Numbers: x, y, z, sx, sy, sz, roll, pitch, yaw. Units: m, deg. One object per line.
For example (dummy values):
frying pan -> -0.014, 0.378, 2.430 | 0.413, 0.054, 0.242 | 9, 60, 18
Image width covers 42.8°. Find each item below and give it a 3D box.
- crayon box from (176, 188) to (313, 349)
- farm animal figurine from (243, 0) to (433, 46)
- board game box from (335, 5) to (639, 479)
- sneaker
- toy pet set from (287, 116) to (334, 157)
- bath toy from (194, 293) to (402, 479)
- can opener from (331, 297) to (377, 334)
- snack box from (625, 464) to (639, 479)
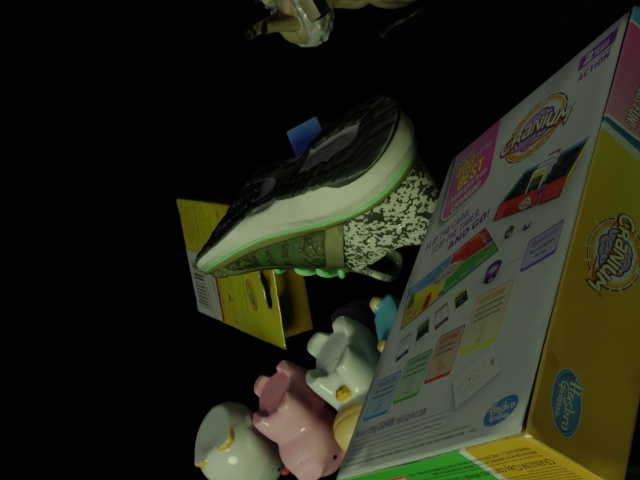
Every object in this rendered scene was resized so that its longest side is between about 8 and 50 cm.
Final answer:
crayon box -> -0.109, 0.033, 1.228 | 0.318, 0.081, 0.202 | 12, 114, 60
farm animal figurine -> 0.030, -0.347, 0.709 | 0.330, 0.172, 0.326 | 7, 122, 52
board game box -> 0.135, 0.024, 0.573 | 0.064, 0.316, 0.242 | 29, 152, -10
sneaker -> 0.000, 0.000, 0.913 | 0.182, 0.158, 0.410 | 43, 150, -16
toy pet set -> 0.011, -0.088, 0.962 | 0.122, 0.065, 0.114 | -42, 67, 59
bath toy -> 0.000, 0.205, 0.932 | 0.348, 0.129, 0.151 | -35, 36, 31
can opener -> 0.085, 0.207, 0.993 | 0.093, 0.074, 0.280 | -16, 91, 28
snack box -> 0.211, 0.278, 0.357 | 0.322, 0.060, 0.187 | -121, 29, -56
